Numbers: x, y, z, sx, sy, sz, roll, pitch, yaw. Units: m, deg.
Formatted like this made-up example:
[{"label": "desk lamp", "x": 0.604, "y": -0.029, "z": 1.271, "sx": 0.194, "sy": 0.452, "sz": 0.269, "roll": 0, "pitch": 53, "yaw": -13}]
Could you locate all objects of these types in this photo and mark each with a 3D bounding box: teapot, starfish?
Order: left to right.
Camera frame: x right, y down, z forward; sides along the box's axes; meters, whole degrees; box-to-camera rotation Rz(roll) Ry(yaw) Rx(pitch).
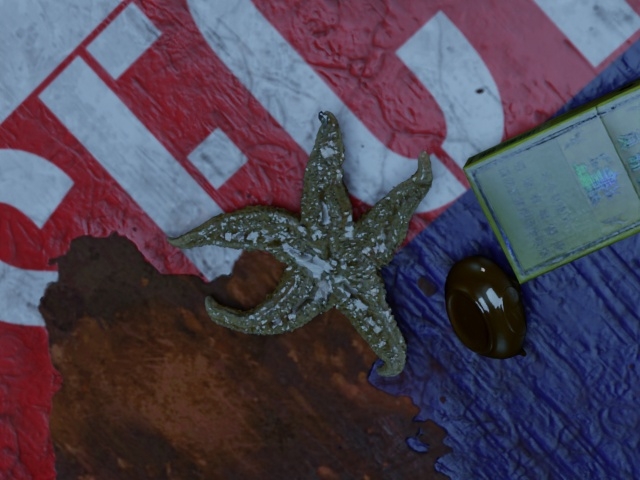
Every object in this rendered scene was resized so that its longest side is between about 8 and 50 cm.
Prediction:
[{"label": "starfish", "x": 0.002, "y": -0.002, "z": 2.007, "sx": 0.299, "sy": 0.060, "sz": 0.302, "roll": 33, "pitch": 114, "yaw": 9}, {"label": "teapot", "x": 0.185, "y": 0.072, "z": 1.984, "sx": 0.098, "sy": 0.078, "sz": 0.129, "roll": 5, "pitch": 122, "yaw": 53}]

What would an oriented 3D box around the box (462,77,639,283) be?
[{"label": "box", "x": 0.277, "y": -0.064, "z": 1.929, "sx": 0.220, "sy": 0.064, "sz": 0.141, "roll": -25, "pitch": 97, "yaw": 19}]
